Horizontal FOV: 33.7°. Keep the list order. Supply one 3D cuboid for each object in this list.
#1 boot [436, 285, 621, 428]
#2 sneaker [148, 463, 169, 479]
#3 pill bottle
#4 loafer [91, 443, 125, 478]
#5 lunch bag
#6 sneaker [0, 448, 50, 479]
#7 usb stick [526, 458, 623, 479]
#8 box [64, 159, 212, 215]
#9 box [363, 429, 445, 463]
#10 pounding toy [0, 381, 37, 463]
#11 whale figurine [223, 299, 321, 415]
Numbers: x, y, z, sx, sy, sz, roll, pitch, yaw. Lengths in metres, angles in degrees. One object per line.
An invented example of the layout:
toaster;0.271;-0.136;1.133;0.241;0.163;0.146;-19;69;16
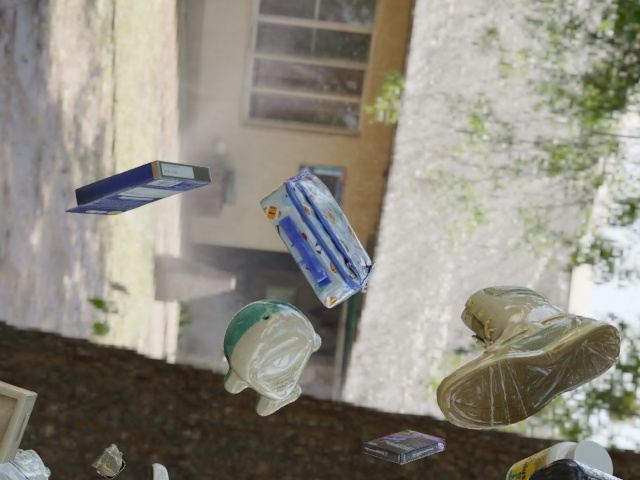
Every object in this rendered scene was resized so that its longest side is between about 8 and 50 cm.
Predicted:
boot;0.232;0.144;1.399;0.203;0.262;0.095;34;-38;60
sneaker;-0.378;0.699;2.750;0.106;0.123;0.290;-131;-147;-64
pill bottle;0.453;0.450;2.001;0.208;0.117;0.117;134;-35;-53
loafer;-0.393;0.415;1.962;0.056;0.050;0.148;-41;177;-6
lunch bag;0.000;0.000;2.322;0.303;0.115;0.243;56;16;-1
sneaker;-0.642;0.482;2.231;0.258;0.094;0.091;85;16;-64
usb stick;0.341;0.318;1.326;0.278;0.077;0.045;29;43;-51
box;-0.314;-0.087;1.793;0.136;0.225;0.036;2;73;-58
box;0.193;0.475;2.438;0.116;0.162;0.029;7;-81;43
pounding toy;-0.525;0.283;1.629;0.100;0.130;0.141;99;9;-83
whale figurine;-0.105;0.227;2.082;0.141;0.216;0.272;47;-24;37
